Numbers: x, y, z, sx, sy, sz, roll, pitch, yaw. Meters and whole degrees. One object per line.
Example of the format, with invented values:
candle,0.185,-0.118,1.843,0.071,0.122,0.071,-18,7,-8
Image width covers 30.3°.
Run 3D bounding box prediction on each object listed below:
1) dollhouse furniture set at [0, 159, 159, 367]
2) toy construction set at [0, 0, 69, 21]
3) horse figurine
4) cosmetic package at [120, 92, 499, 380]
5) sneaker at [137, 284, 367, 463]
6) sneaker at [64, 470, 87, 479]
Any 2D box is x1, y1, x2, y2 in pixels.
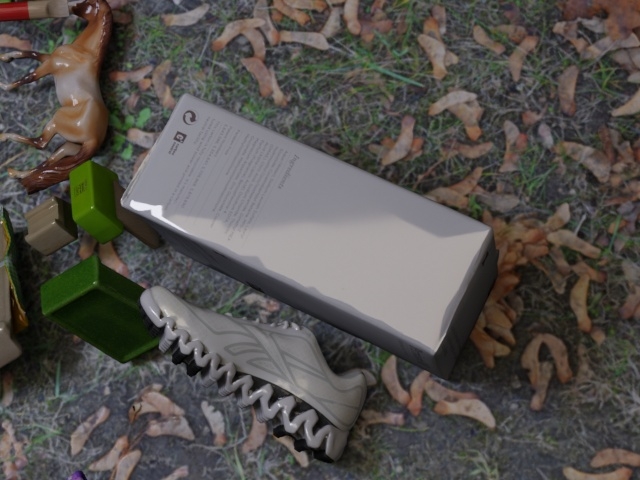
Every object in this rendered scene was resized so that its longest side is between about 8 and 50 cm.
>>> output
dollhouse furniture set,-0.341,0.068,1.458,0.301,0.151,0.197,-28,51,20
toy construction set,-0.352,-0.432,1.514,0.237,0.257,0.308,-4,88,-5
horse figurine,-0.334,-0.178,1.515,0.174,0.066,0.263,-13,69,10
cosmetic package,0.000,0.000,1.337,0.385,0.217,0.156,26,82,17
sneaker,-0.076,0.132,1.352,0.292,0.110,0.118,36,75,-9
sneaker,-0.353,0.326,1.384,0.282,0.102,0.161,25,78,4
